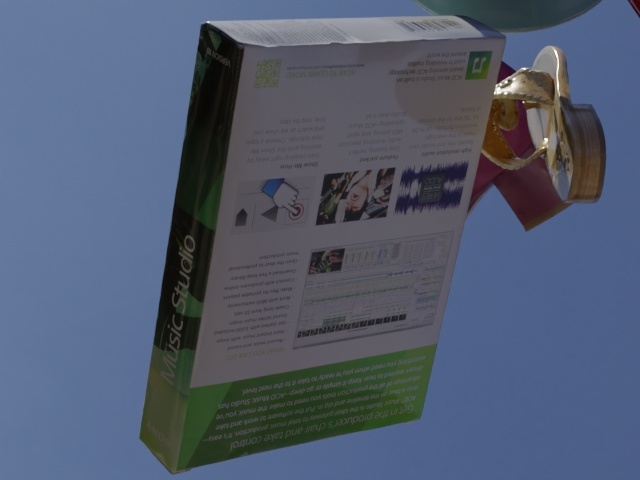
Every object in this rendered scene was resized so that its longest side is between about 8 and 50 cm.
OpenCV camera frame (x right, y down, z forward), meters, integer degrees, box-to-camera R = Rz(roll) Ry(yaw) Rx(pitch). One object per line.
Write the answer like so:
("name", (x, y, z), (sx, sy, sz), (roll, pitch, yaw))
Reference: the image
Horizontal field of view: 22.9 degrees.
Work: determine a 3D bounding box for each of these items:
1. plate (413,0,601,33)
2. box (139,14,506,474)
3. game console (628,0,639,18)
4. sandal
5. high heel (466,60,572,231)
("plate", (0.145, -0.237, 1.233), (0.188, 0.188, 0.024), (24, -31, 20))
("box", (0.000, 0.000, 1.133), (0.058, 0.232, 0.322), (34, -58, 46))
("game console", (0.125, -0.083, 0.345), (0.124, 0.085, 0.144), (-36, -68, 10))
("sandal", (0.147, -0.091, 1.179), (0.079, 0.240, 0.088), (2, -69, -5))
("high heel", (0.079, -0.040, 1.650), (0.377, 0.127, 0.181), (-33, -75, 18))
